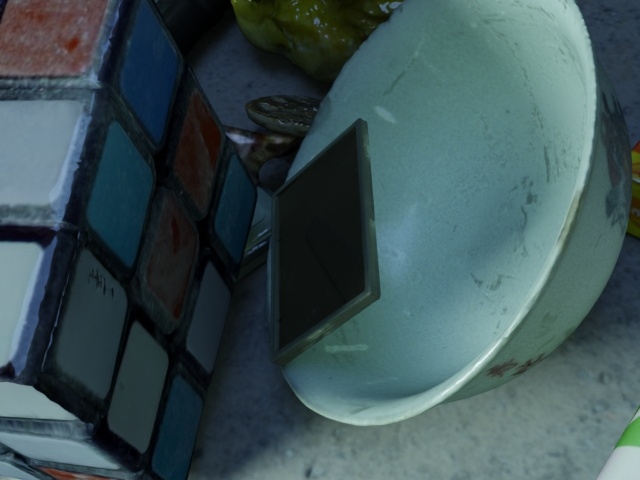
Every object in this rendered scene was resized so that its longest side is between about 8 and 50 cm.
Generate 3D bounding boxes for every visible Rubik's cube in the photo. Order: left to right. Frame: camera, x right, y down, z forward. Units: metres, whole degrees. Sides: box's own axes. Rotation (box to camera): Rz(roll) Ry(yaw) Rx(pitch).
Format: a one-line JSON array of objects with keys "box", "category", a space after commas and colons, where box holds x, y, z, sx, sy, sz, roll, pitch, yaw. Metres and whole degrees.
[{"box": [-0.289, 0.007, 0.825, 0.362, 0.358, 0.363, 1, 62, 15], "category": "Rubik's cube"}]

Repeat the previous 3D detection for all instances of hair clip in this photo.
[{"box": [-0.175, -0.135, 1.055, 0.301, 0.173, 0.069, 21, 83, -1], "category": "hair clip"}]

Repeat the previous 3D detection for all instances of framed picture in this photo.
[{"box": [0.000, 0.000, 0.890, 0.015, 0.150, 0.203, 23, 47, -30], "category": "framed picture"}]

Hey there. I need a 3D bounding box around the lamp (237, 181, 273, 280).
[{"box": [-0.204, -0.017, 1.072, 0.269, 0.047, 0.266, -36, 57, -19], "category": "lamp"}]

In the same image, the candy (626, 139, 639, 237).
[{"box": [0.438, -0.101, 1.001, 0.146, 0.088, 0.276, 28, 61, 29], "category": "candy"}]

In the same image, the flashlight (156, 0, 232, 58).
[{"box": [-0.185, -0.298, 1.265, 0.103, 0.103, 0.424, 18, 59, 23], "category": "flashlight"}]

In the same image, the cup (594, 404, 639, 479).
[{"box": [0.360, 0.158, 0.724, 0.253, 0.253, 0.274, 33, 72, 30], "category": "cup"}]

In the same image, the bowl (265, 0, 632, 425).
[{"box": [0.146, -0.021, 0.878, 0.196, 0.435, 0.434, 21, 43, -30], "category": "bowl"}]

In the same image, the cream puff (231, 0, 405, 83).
[{"box": [0.039, -0.366, 1.174, 0.324, 0.257, 0.291, 33, 66, 26], "category": "cream puff"}]

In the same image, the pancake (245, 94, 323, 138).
[{"box": [-0.024, -0.150, 1.128, 0.140, 0.022, 0.139, 7, 23, -3], "category": "pancake"}]
